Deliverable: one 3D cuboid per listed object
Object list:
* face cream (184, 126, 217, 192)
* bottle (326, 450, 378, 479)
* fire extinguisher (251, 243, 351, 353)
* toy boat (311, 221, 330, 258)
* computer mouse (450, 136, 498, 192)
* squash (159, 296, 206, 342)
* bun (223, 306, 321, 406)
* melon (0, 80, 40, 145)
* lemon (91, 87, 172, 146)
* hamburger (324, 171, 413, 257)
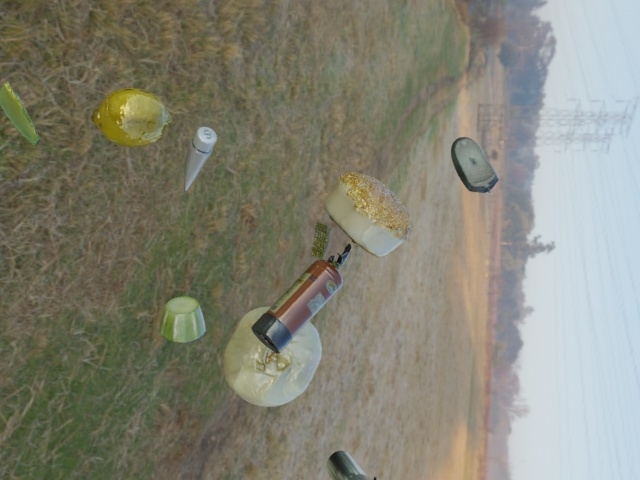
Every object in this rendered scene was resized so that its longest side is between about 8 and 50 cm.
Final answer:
[{"bbox_3d":[-0.499,-0.325,2.034,0.314,0.089,0.143,-42,-132,47],"label":"face cream"},{"bbox_3d":[0.087,0.621,1.337,0.079,0.096,0.254,58,-12,-4],"label":"bottle"},{"bbox_3d":[-0.044,0.169,1.548,0.376,0.113,0.200,-45,180,-21],"label":"fire extinguisher"},{"bbox_3d":[0.000,0.000,1.697,0.016,0.063,0.115,-1,105,-44],"label":"toy boat"},{"bbox_3d":[0.519,-0.247,1.741,0.068,0.113,0.229,61,8,-70],"label":"computer mouse"},{"bbox_3d":[-0.506,0.284,1.882,0.170,0.170,0.123,-55,155,-59],"label":"squash"},{"bbox_3d":[-0.171,0.403,1.821,0.213,0.361,0.361,98,1,-75],"label":"bun"},{"bbox_3d":[-0.818,-0.345,1.414,0.053,0.262,0.114,-23,152,-37],"label":"melon"},{"bbox_3d":[-0.646,-0.419,1.766,0.204,0.260,0.204,175,-90,-65],"label":"lemon"},{"bbox_3d":[0.147,-0.086,1.523,0.179,0.276,0.294,-48,-178,10],"label":"hamburger"}]
